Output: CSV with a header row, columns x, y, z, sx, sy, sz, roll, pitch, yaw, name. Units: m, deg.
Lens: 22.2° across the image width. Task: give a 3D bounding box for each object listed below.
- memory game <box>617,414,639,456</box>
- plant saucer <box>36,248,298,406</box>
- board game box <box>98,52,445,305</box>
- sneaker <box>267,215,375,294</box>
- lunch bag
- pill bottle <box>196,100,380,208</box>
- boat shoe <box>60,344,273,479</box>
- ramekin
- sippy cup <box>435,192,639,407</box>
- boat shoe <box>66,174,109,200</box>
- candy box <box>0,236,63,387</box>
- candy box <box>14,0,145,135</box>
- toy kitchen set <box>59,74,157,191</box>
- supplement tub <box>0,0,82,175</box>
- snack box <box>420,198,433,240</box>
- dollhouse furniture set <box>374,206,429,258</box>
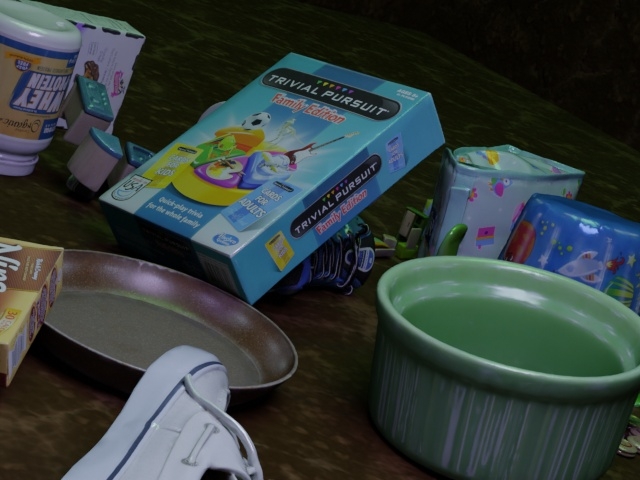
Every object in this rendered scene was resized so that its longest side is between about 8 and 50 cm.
x,y,z,sx,sy,sz,roll,pitch,yaw,name
0.325,0.214,1.985,0.186,0.012,0.186,19,15,-6,memory game
-0.177,0.096,1.688,0.311,0.050,0.310,20,15,-6,plant saucer
-0.059,-0.085,1.953,0.336,0.079,0.254,-41,40,-26,board game box
0.000,0.000,2.080,0.147,0.129,0.330,19,16,3,sneaker
0.222,-0.011,2.218,0.160,0.223,0.262,23,17,30,lunch bag
-0.041,-0.123,2.376,0.161,0.161,0.283,33,20,37,pill bottle
-0.102,0.199,1.282,0.157,0.135,0.367,22,19,6,boat shoe
0.195,0.143,1.737,0.304,0.148,0.303,10,21,-4,ramekin
0.304,0.068,2.012,0.306,0.224,0.240,16,11,-12,sippy cup
-0.287,-0.079,2.146,0.040,0.049,0.142,40,21,7,boat shoe
-0.316,0.061,1.523,0.109,0.053,0.186,10,30,4,candy box
-0.375,-0.251,2.374,0.196,0.164,0.070,8,22,-39,candy box
-0.218,-0.132,2.126,0.207,0.122,0.166,23,28,-32,toy kitchen set
-0.401,-0.198,2.103,0.144,0.199,0.144,18,16,-6,supplement tub
0.277,0.003,2.521,0.207,0.070,0.174,27,18,28,snack box
0.097,-0.015,2.373,0.076,0.058,0.152,31,19,34,dollhouse furniture set
